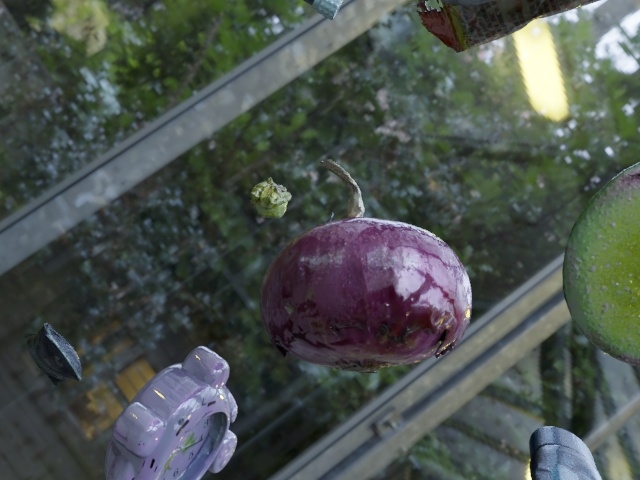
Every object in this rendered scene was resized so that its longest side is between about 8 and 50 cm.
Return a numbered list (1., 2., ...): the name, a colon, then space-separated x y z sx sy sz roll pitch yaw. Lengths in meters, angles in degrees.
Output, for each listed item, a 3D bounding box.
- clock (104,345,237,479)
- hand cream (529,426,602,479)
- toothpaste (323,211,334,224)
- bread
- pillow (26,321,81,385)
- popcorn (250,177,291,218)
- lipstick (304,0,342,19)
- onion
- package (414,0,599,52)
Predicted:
1. clock: -0.269 0.363 1.878 0.113 0.295 0.322 31 -44 21
2. hand cream: 0.262 0.287 1.061 0.120 0.061 0.270 42 18 -9
3. toothpaste: 0.000 0.000 2.140 0.028 0.045 0.170 19 -31 -5
4. bread: 0.349 0.024 1.027 0.228 0.228 0.033 59 0 -20
5. pillow: -0.387 0.168 1.514 0.090 0.048 0.150 43 -24 -10
6. popcorn: -0.080 -0.067 1.718 0.068 0.059 0.083 54 -12 -14
7. lipstick: -0.025 -0.365 1.517 0.116 0.037 0.037 29 -14 -3
8. onion: 0.088 0.076 1.767 0.358 0.345 0.358 24 -8 4
9. package: 0.222 -0.320 1.108 0.223 0.288 0.108 55 20 -41
